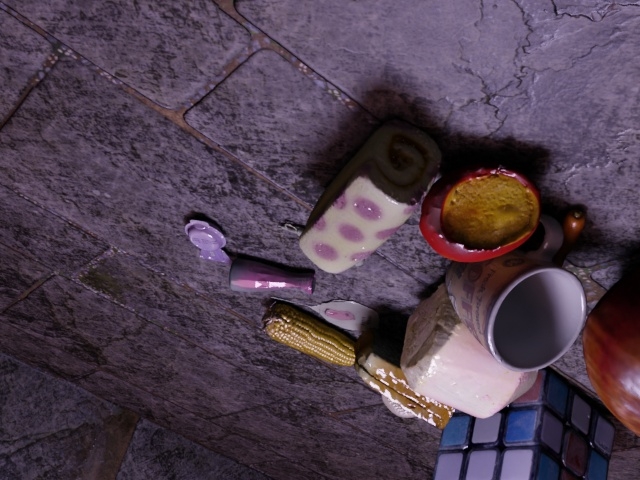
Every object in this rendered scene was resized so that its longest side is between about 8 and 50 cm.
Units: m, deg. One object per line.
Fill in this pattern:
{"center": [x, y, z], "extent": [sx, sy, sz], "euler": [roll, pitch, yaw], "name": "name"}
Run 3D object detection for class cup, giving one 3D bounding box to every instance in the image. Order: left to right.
{"center": [0.383, 0.075, 1.625], "extent": [0.228, 0.301, 0.257], "euler": [8, -162, -28], "name": "cup"}

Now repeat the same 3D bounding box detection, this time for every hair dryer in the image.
{"center": [0.016, 0.010, 1.864], "extent": [0.199, 0.067, 0.167], "euler": [5, 154, 39], "name": "hair dryer"}

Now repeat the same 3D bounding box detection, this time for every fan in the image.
{"center": [0.011, 0.193, 2.188], "extent": [0.310, 0.010, 0.182], "euler": [12, 149, 7], "name": "fan"}

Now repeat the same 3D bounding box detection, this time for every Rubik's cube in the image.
{"center": [0.564, 0.600, 2.238], "extent": [0.362, 0.363, 0.359], "euler": [-14, 133, 47], "name": "Rubik's cube"}

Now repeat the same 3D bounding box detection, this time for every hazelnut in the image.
{"center": [0.719, 0.241, 1.564], "extent": [0.353, 0.420, 0.420], "euler": [-25, 153, -17], "name": "hazelnut"}

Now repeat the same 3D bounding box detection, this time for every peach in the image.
{"center": [0.298, -0.053, 1.479], "extent": [0.196, 0.189, 0.226], "euler": [40, 149, -27], "name": "peach"}

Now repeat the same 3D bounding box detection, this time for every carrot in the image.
{"center": [0.497, 0.011, 1.634], "extent": [0.043, 0.043, 0.247], "euler": [11, 151, 9], "name": "carrot"}

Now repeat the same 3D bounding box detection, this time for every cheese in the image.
{"center": [-0.281, 0.002, 1.994], "extent": [0.105, 0.042, 0.191], "euler": [10, 149, 13], "name": "cheese"}

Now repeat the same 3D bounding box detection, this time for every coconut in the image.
{"center": [0.368, 0.262, 1.881], "extent": [0.310, 0.297, 0.297], "euler": [26, 148, -11], "name": "coconut"}

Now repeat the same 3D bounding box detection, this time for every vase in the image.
{"center": [-0.121, 0.099, 2.040], "extent": [0.214, 0.086, 0.086], "euler": [7, 148, 9], "name": "vase"}

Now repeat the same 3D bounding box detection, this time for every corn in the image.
{"center": [-0.024, 0.268, 2.245], "extent": [0.305, 0.106, 0.106], "euler": [26, 148, -22], "name": "corn"}

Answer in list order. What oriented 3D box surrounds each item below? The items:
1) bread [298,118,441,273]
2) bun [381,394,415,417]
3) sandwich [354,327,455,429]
{"center": [0.091, -0.073, 1.551], "extent": [0.155, 0.187, 0.338], "euler": [31, 147, -9], "name": "bread"}
{"center": [0.272, 0.437, 2.350], "extent": [0.173, 0.166, 0.113], "euler": [14, -167, 19], "name": "bun"}
{"center": [0.214, 0.345, 2.091], "extent": [0.271, 0.099, 0.301], "euler": [35, -171, -3], "name": "sandwich"}
